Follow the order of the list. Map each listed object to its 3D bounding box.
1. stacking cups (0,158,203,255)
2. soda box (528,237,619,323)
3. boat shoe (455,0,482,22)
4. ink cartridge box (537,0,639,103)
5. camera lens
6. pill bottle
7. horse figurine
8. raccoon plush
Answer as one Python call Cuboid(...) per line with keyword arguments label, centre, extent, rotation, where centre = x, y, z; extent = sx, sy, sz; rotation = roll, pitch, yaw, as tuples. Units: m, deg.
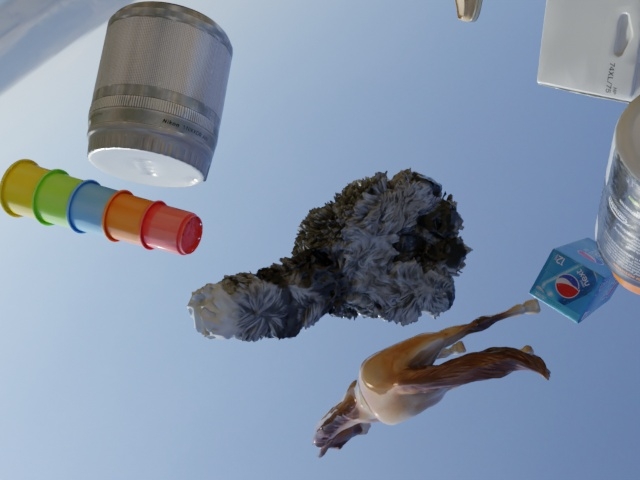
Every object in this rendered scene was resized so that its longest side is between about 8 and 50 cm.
Cuboid(label="stacking cups", centre=(-0.322, -0.041, 1.189), extent=(0.316, 0.096, 0.096), rotation=(16, -134, 18))
Cuboid(label="soda box", centre=(0.342, 0.047, 1.037), extent=(0.210, 0.071, 0.067), rotation=(-7, 126, -61))
Cuboid(label="boat shoe", centre=(0.175, -0.372, 1.050), extent=(0.059, 0.170, 0.063), rotation=(-10, -167, -10))
Cuboid(label="ink cartridge box", centre=(0.490, -0.343, 1.216), extent=(0.197, 0.198, 0.270), rotation=(22, -146, 36))
Cuboid(label="camera lens", centre=(-0.275, -0.251, 1.370), extent=(0.219, 0.219, 0.274), rotation=(-8, -111, 48))
Cuboid(label="pill bottle", centre=(0.340, -0.032, 0.777), extent=(0.131, 0.245, 0.130), rotation=(-5, -119, 10))
Cuboid(label="horse figurine", centre=(0.085, 0.115, 0.663), extent=(0.175, 0.066, 0.263), rotation=(-19, 168, -16))
Cuboid(label="raccoon plush", centre=(0.000, 0.000, 1.180), extent=(0.447, 0.216, 0.299), rotation=(-4, -173, -20))
